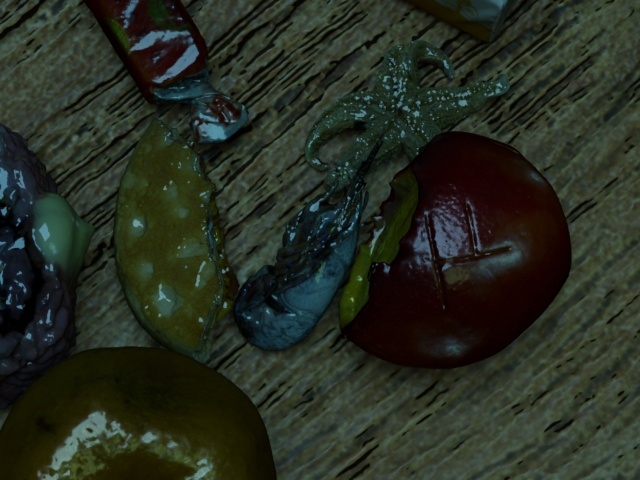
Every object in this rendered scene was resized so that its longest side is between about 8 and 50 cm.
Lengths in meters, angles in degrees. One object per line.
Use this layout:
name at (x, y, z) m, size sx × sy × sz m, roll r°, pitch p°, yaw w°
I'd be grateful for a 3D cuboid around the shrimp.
shrimp at (0.000, 0.000, 1.601) m, size 0.079 × 0.090 × 0.233 m, roll 33°, pitch 98°, yaw 4°

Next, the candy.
candy at (-0.168, -0.212, 1.684) m, size 0.086 × 0.059 × 0.292 m, roll -30°, pitch 76°, yaw -5°

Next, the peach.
peach at (0.106, 0.011, 1.559) m, size 0.226 × 0.196 × 0.190 m, roll -23°, pitch 43°, yaw -9°

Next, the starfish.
starfish at (0.084, -0.119, 1.664) m, size 0.209 × 0.053 × 0.150 m, roll -18°, pitch 80°, yaw -7°

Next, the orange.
orange at (-0.158, 0.205, 1.505) m, size 0.249 × 0.183 × 0.249 m, roll 0°, pitch 88°, yaw -13°

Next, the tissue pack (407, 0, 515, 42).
tissue pack at (0.114, -0.328, 1.685) m, size 0.225 × 0.124 × 0.185 m, roll 29°, pitch 74°, yaw 7°

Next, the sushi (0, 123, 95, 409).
sushi at (-0.320, 0.011, 1.563) m, size 0.236 × 0.171 × 0.270 m, roll -5°, pitch 70°, yaw -2°

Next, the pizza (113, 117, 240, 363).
pizza at (-0.134, 0.003, 1.619) m, size 0.127 × 0.058 × 0.246 m, roll -31°, pitch 62°, yaw 15°
